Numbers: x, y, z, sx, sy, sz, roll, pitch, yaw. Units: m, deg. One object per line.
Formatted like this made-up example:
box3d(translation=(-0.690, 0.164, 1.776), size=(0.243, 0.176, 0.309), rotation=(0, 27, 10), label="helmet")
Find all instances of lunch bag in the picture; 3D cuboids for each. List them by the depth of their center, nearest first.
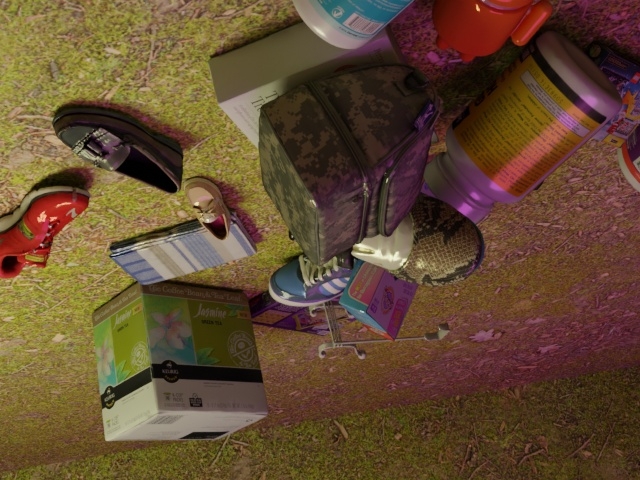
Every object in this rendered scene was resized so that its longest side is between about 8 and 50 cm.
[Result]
box3d(translation=(0.055, -0.129, 1.530), size=(0.256, 0.213, 0.305), rotation=(-28, 159, -12), label="lunch bag")

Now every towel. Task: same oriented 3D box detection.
box3d(translation=(-0.290, 0.019, 2.098), size=(0.285, 0.034, 0.209), rotation=(-16, 156, 6), label="towel")

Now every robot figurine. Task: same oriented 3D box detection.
box3d(translation=(0.246, -0.359, 1.431), size=(0.128, 0.158, 0.219), rotation=(-22, 161, -26), label="robot figurine")

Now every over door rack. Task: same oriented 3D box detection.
box3d(translation=(0.127, 0.156, 2.368), size=(0.324, 0.240, 0.108), rotation=(-7, 153, -13), label="over door rack")

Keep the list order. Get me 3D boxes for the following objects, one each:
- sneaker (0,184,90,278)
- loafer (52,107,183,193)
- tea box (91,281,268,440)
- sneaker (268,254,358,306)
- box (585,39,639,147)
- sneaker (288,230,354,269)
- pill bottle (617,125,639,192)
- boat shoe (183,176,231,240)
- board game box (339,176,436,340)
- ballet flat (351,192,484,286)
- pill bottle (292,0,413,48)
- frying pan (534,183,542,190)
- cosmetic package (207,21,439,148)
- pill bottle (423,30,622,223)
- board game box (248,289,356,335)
box3d(translation=(-0.516, -0.010, 1.804), size=(0.279, 0.118, 0.107), rotation=(-31, 152, 34), label="sneaker")
box3d(translation=(-0.329, -0.148, 1.642), size=(0.096, 0.084, 0.267), rotation=(-28, 152, 31), label="loafer")
box3d(translation=(-0.336, 0.293, 2.319), size=(0.329, 0.324, 0.220), rotation=(10, 148, -44), label="tea box")
box3d(translation=(0.036, 0.032, 2.212), size=(0.322, 0.130, 0.236), rotation=(-8, 148, -4), label="sneaker")
box3d(translation=(0.540, -0.269, 1.824), size=(0.233, 0.044, 0.159), rotation=(10, 123, -43), label="box")
box3d(translation=(0.000, 0.000, 2.029), size=(0.132, 0.229, 0.086), rotation=(-2, 113, -3), label="sneaker")
box3d(translation=(0.754, -0.225, 1.937), size=(0.181, 0.182, 0.323), rotation=(-2, 154, -25), label="pill bottle")
box3d(translation=(-0.216, -0.059, 1.909), size=(0.063, 0.059, 0.170), rotation=(-19, 144, 11), label="boat shoe")
box3d(translation=(0.163, 0.032, 2.059), size=(0.064, 0.317, 0.242), rotation=(20, 168, 24), label="board game box")
box3d(translation=(0.093, -0.031, 1.775), size=(0.182, 0.164, 0.483), rotation=(3, -165, -28), label="ballet flat")
box3d(translation=(0.088, -0.380, 1.276), size=(0.146, 0.146, 0.264), rotation=(8, 148, -41), label="pill bottle")
box3d(translation=(0.488, -0.211, 1.982), size=(0.197, 0.053, 0.326), rotation=(-21, 156, 15), label="frying pan")
box3d(translation=(0.019, -0.230, 1.640), size=(0.284, 0.097, 0.377), rotation=(-22, 155, 11), label="cosmetic package")
box3d(translation=(0.343, -0.188, 1.704), size=(0.188, 0.188, 0.334), rotation=(14, 130, -47), label="pill bottle")
box3d(translation=(-0.028, 0.180, 2.583), size=(0.208, 0.056, 0.346), rotation=(-25, 155, 33), label="board game box")
